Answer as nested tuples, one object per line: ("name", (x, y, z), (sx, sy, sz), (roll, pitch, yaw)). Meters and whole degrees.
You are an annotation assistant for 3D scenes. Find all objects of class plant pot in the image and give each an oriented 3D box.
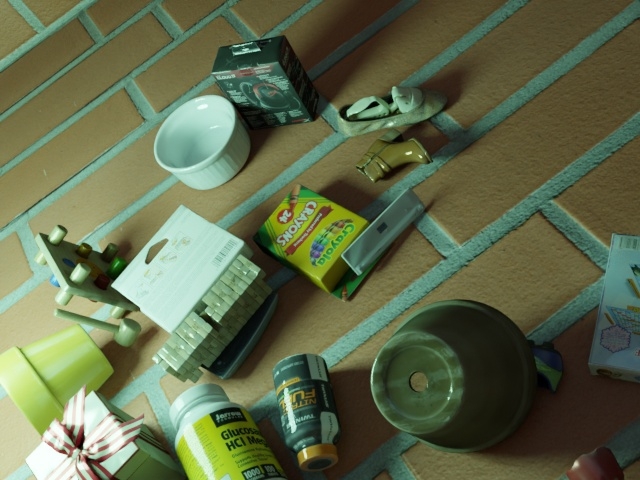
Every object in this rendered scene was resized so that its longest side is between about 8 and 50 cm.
("plant pot", (0.237, 0.271, 1.586), (0.323, 0.280, 0.323), (-3, 82, 27))
("plant pot", (-0.683, 0.349, 2.076), (0.239, 0.254, 0.254), (-37, 49, -20))

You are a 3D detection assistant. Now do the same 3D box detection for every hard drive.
("hard drive", (-0.225, 0.224, 2.049), (0.172, 0.054, 0.254), (21, 70, 34))

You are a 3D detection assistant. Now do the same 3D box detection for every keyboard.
("keyboard", (0.161, -0.025, 2.013), (0.256, 0.072, 0.014), (-45, 9, -14))

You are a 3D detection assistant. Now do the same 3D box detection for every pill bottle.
("pill bottle", (-0.026, 0.388, 1.798), (0.130, 0.130, 0.245), (-23, 53, 10))
("pill bottle", (-0.210, 0.485, 1.783), (0.188, 0.188, 0.334), (-38, 51, -2))

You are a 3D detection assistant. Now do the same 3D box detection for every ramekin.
("ramekin", (-0.344, -0.285, 2.387), (0.277, 0.135, 0.277), (-13, 54, 19))

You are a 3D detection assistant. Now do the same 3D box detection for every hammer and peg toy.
("hammer and peg toy", (-0.616, 0.115, 2.174), (0.127, 0.266, 0.361), (-52, 49, 11))

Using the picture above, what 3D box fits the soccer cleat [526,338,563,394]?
("soccer cleat", (0.369, 0.274, 1.711), (0.289, 0.093, 0.121), (-1, 61, 24))

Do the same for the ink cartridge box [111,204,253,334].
("ink cartridge box", (-0.361, 0.078, 2.095), (0.261, 0.066, 0.296), (30, 75, 34))

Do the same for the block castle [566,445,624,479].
("block castle", (0.349, 0.557, 1.399), (0.453, 0.303, 0.213), (-32, 50, 2))

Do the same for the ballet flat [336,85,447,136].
("ballet flat", (0.191, -0.367, 2.210), (0.316, 0.106, 0.107), (-17, 53, 14))

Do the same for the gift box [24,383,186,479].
("gift box", (-0.495, 0.506, 1.860), (0.255, 0.258, 0.276), (31, 76, 36))

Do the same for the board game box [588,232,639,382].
("board game box", (0.739, 0.147, 1.636), (0.319, 0.066, 0.318), (7, 62, 28))

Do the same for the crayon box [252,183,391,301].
("crayon box", (0.000, 0.000, 2.075), (0.318, 0.081, 0.202), (29, 74, 36))

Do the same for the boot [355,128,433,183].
("boot", (0.196, -0.208, 2.128), (0.152, 0.073, 0.197), (-43, 39, -8))

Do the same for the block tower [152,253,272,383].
("block tower", (-0.260, 0.200, 1.987), (0.091, 0.097, 0.335), (32, 78, 37))

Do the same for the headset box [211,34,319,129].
("headset box", (-0.161, -0.462, 2.320), (0.218, 0.293, 0.110), (-4, 57, 24))
